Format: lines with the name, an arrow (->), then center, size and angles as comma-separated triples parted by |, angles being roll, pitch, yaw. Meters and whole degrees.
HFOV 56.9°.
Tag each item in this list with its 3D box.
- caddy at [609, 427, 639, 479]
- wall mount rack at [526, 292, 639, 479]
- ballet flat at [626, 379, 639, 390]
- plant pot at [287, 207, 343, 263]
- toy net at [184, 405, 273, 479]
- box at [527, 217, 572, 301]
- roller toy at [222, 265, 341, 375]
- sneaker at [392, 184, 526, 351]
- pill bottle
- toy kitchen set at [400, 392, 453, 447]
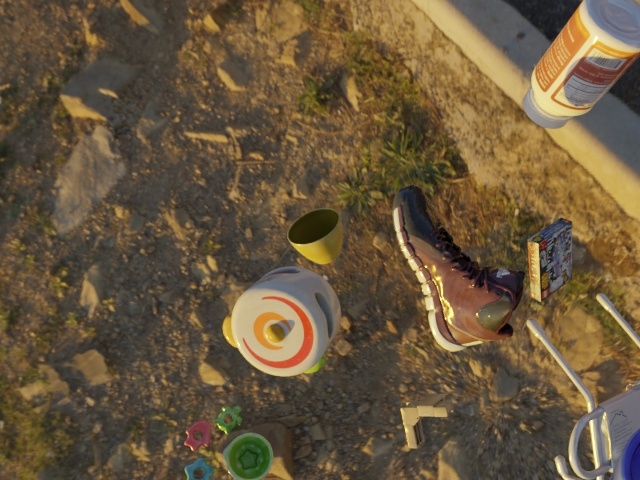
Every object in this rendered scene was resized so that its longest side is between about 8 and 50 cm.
caddy -> 0.444, 0.305, 0.609 | 0.341, 0.179, 0.241 | -15, 33, -21
wall mount rack -> 0.521, 0.271, 1.085 | 0.350, 0.130, 0.304 | -12, 95, -30
ballet flat -> 0.760, 0.338, 1.208 | 0.241, 0.077, 0.091 | 25, 40, 34
plant pot -> 0.000, 0.000, 1.418 | 0.134, 0.095, 0.134 | -17, 35, 13
toy net -> -0.185, 0.335, 0.832 | 0.232, 0.045, 0.122 | -32, 75, -23
box -> 0.434, 0.037, 1.112 | 0.094, 0.137, 0.027 | -30, 34, -21
roller toy -> -0.068, 0.154, 1.134 | 0.209, 0.146, 0.191 | 30, 110, 8
sneaker -> 0.227, 0.031, 0.911 | 0.163, 0.106, 0.281 | -15, 101, 41
pill bottle -> 0.428, -0.286, 0.973 | 0.121, 0.216, 0.121 | 6, 62, -10
toy kitchen set -> 0.198, 0.315, 1.037 | 0.083, 0.068, 0.075 | -11, 91, 31
